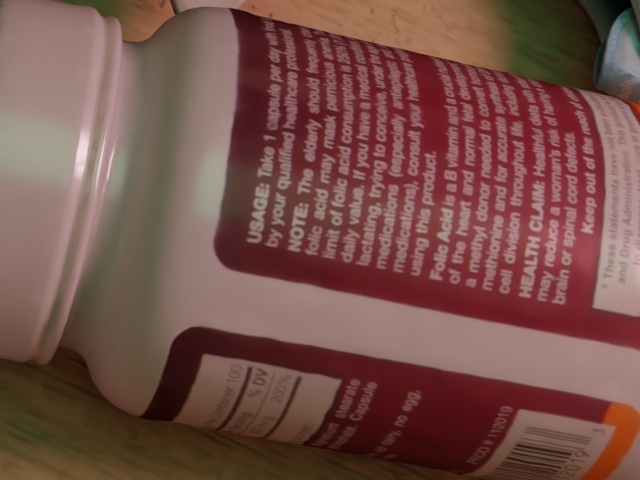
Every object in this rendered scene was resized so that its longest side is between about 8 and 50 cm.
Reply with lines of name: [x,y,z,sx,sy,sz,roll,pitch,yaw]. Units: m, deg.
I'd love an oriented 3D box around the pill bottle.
pill bottle: [0.000,0.000,1.068,0.392,0.224,0.224,12,72,-12]

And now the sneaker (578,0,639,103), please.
sneaker: [0.247,-0.115,1.225,0.150,0.135,0.366,-44,79,-9]

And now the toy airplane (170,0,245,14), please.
toy airplane: [-0.128,-0.310,1.128,0.386,0.272,0.384,-6,114,-25]
